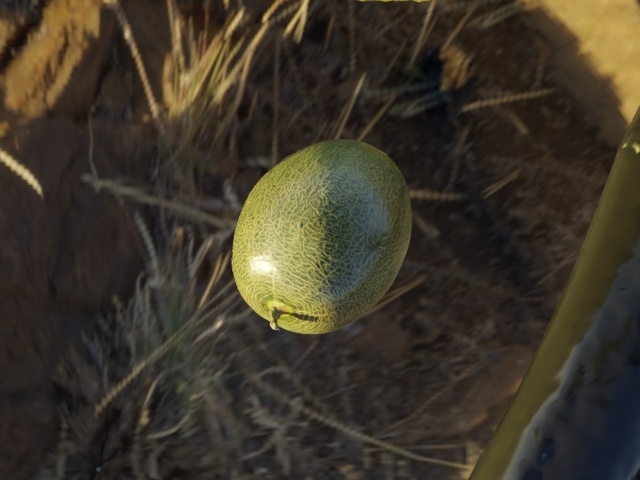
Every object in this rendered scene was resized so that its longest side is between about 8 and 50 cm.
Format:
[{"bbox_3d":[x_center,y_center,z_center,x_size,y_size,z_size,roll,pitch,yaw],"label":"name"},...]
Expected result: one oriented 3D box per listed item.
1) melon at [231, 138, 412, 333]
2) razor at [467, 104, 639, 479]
[{"bbox_3d":[0.000,0.000,1.530,0.139,0.139,0.192,32,58,-2],"label":"melon"},{"bbox_3d":[0.188,0.073,1.068,0.107,0.189,0.327,13,64,35],"label":"razor"}]
